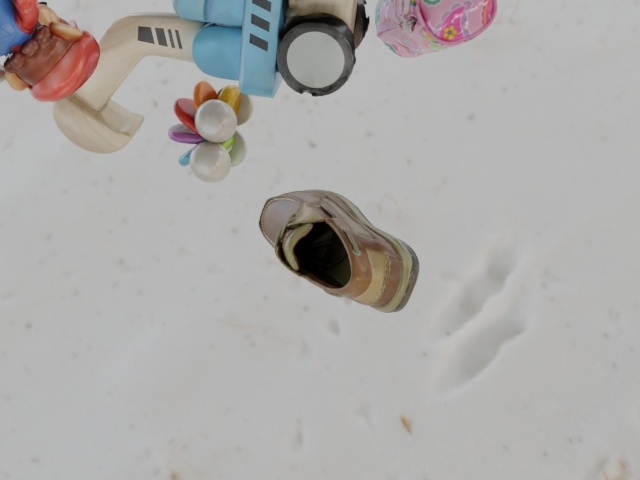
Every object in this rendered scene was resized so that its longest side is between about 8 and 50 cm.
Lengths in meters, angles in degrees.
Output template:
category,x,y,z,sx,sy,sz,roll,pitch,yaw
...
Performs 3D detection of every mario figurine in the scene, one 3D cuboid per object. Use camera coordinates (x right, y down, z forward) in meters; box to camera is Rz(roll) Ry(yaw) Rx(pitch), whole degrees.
category,x,y,z,sx,sy,sz,roll,pitch,yaw
mario figurine,-0.422,-0.295,1.340,0.198,0.320,0.170,5,75,38

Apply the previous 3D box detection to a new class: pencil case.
category,x,y,z,sx,sy,sz,roll,pitch,yaw
pencil case,0.155,-0.327,1.490,0.124,0.124,0.284,-35,11,-2

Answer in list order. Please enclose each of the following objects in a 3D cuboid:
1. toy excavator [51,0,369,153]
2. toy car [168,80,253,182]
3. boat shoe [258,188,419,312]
category,x,y,z,sx,sy,sz,roll,pitch,yaw
toy excavator,-0.159,-0.314,1.502,0.445,0.433,0.222,10,30,4
toy car,-0.204,-0.196,1.858,0.136,0.182,0.159,14,24,8
boat shoe,0.000,0.000,1.440,0.324,0.119,0.123,27,104,52
